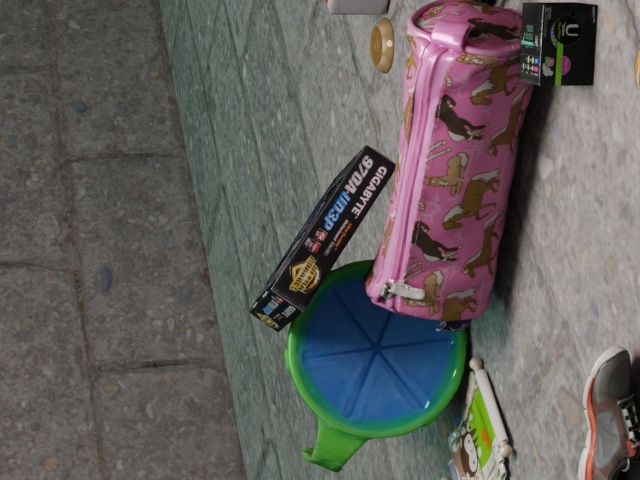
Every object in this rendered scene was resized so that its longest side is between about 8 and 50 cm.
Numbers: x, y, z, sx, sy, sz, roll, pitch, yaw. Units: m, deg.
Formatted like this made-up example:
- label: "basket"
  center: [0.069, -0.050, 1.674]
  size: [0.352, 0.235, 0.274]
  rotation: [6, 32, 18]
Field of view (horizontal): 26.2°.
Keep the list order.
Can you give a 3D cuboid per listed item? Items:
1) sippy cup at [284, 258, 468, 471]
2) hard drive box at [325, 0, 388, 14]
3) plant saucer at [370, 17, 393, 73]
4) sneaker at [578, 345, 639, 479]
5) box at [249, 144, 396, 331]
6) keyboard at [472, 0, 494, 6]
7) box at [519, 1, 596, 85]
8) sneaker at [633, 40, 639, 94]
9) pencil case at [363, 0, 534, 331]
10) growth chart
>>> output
- label: "sippy cup"
  center: [0.065, 0.147, 1.868]
  size: [0.240, 0.305, 0.224]
  rotation: [58, 174, 2]
- label: "hard drive box"
  center: [0.055, -0.475, 2.008]
  size: [0.181, 0.089, 0.232]
  rotation: [-107, 21, -44]
- label: "plant saucer"
  center: [0.090, -0.291, 2.053]
  size: [0.083, 0.015, 0.083]
  rotation: [177, 90, -75]
- label: "sneaker"
  center: [0.297, 0.181, 1.342]
  size: [0.065, 0.061, 0.158]
  rotation: [17, 113, 45]
- label: "box"
  center: [0.000, 0.000, 1.701]
  size: [0.220, 0.051, 0.175]
  rotation: [-57, 4, -17]
- label: "keyboard"
  center: [0.199, -0.292, 1.651]
  size: [0.192, 0.038, 0.100]
  rotation: [107, 178, -54]
- label: "box"
  center: [0.244, -0.203, 1.416]
  size: [0.052, 0.062, 0.083]
  rotation: [-144, 53, -69]
- label: "sneaker"
  center: [0.314, -0.215, 1.142]
  size: [0.083, 0.084, 0.215]
  rotation: [-108, 30, -53]
- label: "pencil case"
  center: [0.150, -0.087, 1.583]
  size: [0.167, 0.160, 0.386]
  rotation: [-90, 8, -59]
- label: "growth chart"
  center: [0.197, 0.282, 1.757]
  size: [0.172, 0.021, 0.237]
  rotation: [-110, 23, -50]
